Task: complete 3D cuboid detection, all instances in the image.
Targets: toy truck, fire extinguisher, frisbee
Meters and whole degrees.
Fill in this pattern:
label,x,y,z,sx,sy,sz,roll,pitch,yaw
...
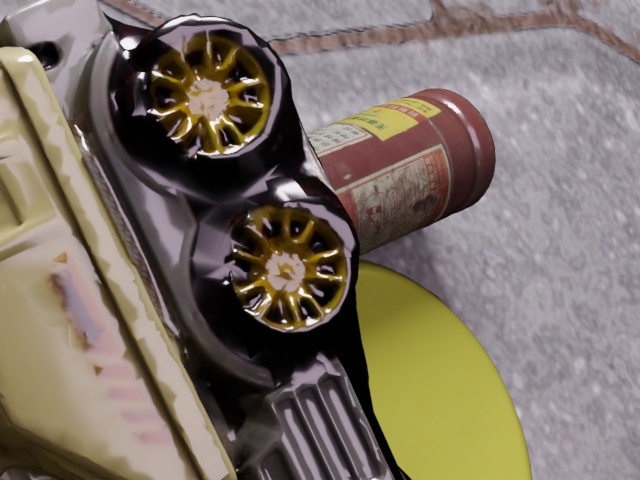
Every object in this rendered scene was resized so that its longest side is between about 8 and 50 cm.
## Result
label,x,y,z,sx,sy,sz,roll,pitch,yaw
toy truck,-0.076,0.105,0.761,0.254,0.180,0.405,-25,91,-20
fire extinguisher,0.001,-0.007,0.954,0.252,0.075,0.106,-24,61,-44
frisbee,0.036,0.120,0.985,0.236,0.017,0.236,18,61,-36
